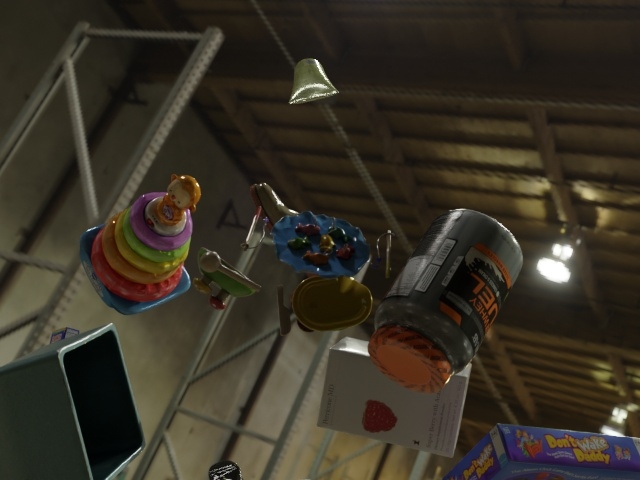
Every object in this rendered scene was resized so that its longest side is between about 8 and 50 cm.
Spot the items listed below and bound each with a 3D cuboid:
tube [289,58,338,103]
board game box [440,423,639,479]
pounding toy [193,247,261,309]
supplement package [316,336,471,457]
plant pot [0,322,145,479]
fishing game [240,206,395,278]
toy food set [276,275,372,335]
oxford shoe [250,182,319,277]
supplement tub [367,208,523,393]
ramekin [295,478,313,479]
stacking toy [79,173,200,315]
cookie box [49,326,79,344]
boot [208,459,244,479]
[{"bbox_3d":[-0.019,-0.299,1.717,0.062,0.070,0.240,33,15,-15],"label":"tube"},{"bbox_3d":[0.433,0.459,1.713,0.347,0.078,0.233,11,-46,-24],"label":"board game box"},{"bbox_3d":[-0.265,0.114,2.312,0.183,0.110,0.237,37,-9,-8],"label":"pounding toy"},{"bbox_3d":[0.161,0.331,1.912,0.293,0.177,0.175,10,4,12],"label":"supplement package"},{"bbox_3d":[-0.492,0.309,1.567,0.252,0.247,0.248,-12,4,9],"label":"plant pot"},{"bbox_3d":[0.000,0.000,1.576,0.264,0.189,0.041,13,-54,1],"label":"fishing game"},{"bbox_3d":[0.001,0.147,1.949,0.218,0.128,0.071,-8,-23,-16],"label":"toy food set"},{"bbox_3d":[-0.040,-0.031,2.298,0.348,0.130,0.123,49,17,-13],"label":"oxford shoe"},{"bbox_3d":[0.225,0.111,1.626,0.194,0.316,0.193,25,-32,17],"label":"supplement tub"},{"bbox_3d":[-0.043,0.732,2.348,0.207,0.207,0.109,17,-40,18],"label":"ramekin"},{"bbox_3d":[-0.268,-0.016,1.467,0.175,0.166,0.302,59,-40,10],"label":"stacking toy"},{"bbox_3d":[-0.670,0.283,2.298,0.040,0.107,0.092,24,-26,-33],"label":"cookie box"},{"bbox_3d":[-0.219,0.694,2.307,0.236,0.085,0.178,34,-41,61],"label":"boot"}]
